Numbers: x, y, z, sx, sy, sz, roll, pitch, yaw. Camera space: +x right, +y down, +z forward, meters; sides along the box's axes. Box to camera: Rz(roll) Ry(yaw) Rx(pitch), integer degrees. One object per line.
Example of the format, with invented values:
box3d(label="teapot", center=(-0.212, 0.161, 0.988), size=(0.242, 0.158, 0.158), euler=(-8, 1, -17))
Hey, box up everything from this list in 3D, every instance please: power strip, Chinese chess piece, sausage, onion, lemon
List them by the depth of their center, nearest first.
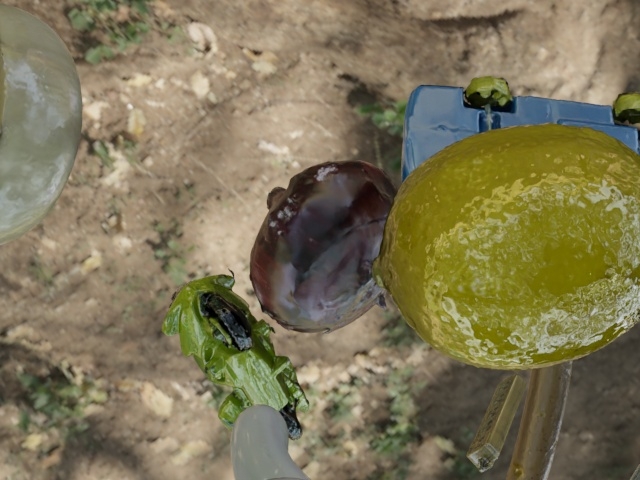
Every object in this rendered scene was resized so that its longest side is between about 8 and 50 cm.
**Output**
box3d(label="lemon", center=(0.207, 0.004, 1.078), size=(0.320, 0.245, 0.245), euler=(-10, 133, 4))
box3d(label="Chinese chess piece", center=(-0.348, -0.116, 1.092), size=(0.103, 0.250, 0.249), euler=(12, 114, -50))
box3d(label="onion", center=(0.000, 0.000, 1.475), size=(0.252, 0.219, 0.252), euler=(-36, 146, -29))
box3d(label="sausage", center=(0.320, 0.266, 1.597), size=(0.066, 0.066, 0.301), euler=(5, 100, -39))
box3d(label="power strip", center=(0.369, 0.376, 2.278), size=(0.064, 0.044, 0.305), euler=(-39, -172, 38))

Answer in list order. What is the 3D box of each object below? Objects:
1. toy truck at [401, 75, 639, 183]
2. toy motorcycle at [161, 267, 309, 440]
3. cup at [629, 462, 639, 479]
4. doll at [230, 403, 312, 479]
box3d(label="toy truck", center=(0.282, -0.084, 1.326), size=(0.385, 0.161, 0.162), euler=(6, 151, -6))
box3d(label="toy motorcycle", center=(-0.129, 0.173, 1.644), size=(0.142, 0.206, 0.342), euler=(-32, 135, -9))
box3d(label="cup", center=(0.475, 0.457, 1.339), size=(0.311, 0.331, 0.257), euler=(-63, 160, 8))
box3d(label="doll", center=(-0.075, 0.303, 0.772), size=(0.366, 0.376, 0.187), euler=(-17, 113, -27))
